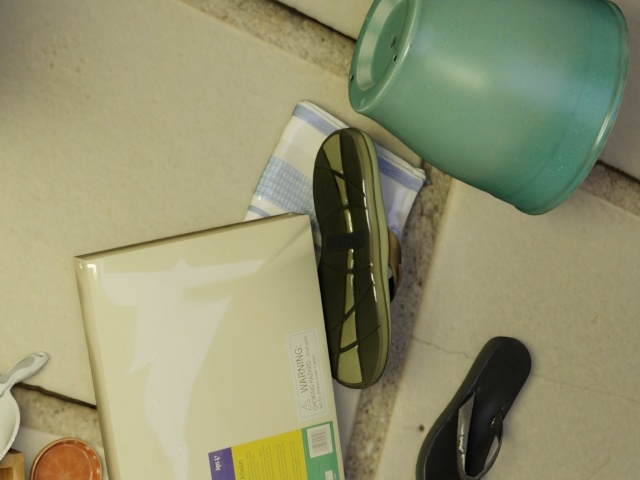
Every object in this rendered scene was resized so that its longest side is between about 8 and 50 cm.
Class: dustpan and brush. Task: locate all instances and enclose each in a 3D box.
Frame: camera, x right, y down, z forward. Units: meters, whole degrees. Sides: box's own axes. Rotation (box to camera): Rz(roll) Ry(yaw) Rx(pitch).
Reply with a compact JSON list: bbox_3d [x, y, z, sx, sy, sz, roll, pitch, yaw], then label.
[{"bbox_3d":[-0.349,0.169,1.654,0.211,0.147,0.060,-28,140,-59],"label":"dustpan and brush"}]

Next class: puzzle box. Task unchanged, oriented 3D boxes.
[{"bbox_3d":[-0.115,0.191,1.812,0.272,0.052,0.409,-12,100,-26],"label":"puzzle box"}]

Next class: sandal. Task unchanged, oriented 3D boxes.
[{"bbox_3d":[0.196,0.235,2.038,0.097,0.054,0.254,33,75,-30],"label":"sandal"},{"bbox_3d":[0.054,0.022,1.861,0.086,0.120,0.303,-2,94,-44],"label":"sandal"}]

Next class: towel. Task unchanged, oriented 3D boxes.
[{"bbox_3d":[0.000,0.000,1.908,0.209,0.034,0.285,31,76,-30],"label":"towel"}]

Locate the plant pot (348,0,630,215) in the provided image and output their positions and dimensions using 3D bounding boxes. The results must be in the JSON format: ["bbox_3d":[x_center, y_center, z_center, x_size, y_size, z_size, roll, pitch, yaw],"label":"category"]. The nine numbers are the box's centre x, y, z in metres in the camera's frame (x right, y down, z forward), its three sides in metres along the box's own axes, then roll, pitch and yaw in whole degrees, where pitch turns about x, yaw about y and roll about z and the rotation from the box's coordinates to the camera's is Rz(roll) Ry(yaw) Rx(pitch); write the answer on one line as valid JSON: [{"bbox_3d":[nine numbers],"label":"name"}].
[{"bbox_3d":[0.180,-0.194,1.895,0.255,0.271,0.272,17,83,-18],"label":"plant pot"}]

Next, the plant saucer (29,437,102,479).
[{"bbox_3d":[-0.277,0.255,1.751,0.083,0.013,0.083,-2,94,-33],"label":"plant saucer"}]

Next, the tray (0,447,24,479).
[{"bbox_3d":[-0.405,0.424,1.642,0.202,0.076,0.411,-3,93,-33],"label":"tray"}]
